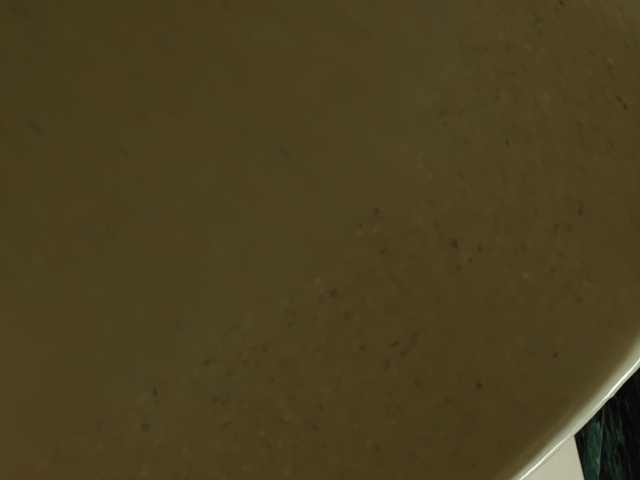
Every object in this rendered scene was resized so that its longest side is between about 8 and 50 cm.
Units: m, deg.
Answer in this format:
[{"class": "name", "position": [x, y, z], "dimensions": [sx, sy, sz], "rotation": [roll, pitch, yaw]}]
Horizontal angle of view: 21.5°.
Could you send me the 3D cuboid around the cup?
[{"class": "cup", "position": [-0.109, -0.035, 0.371], "dimensions": [0.237, 0.331, 0.331], "rotation": [60, 11, 28]}]
